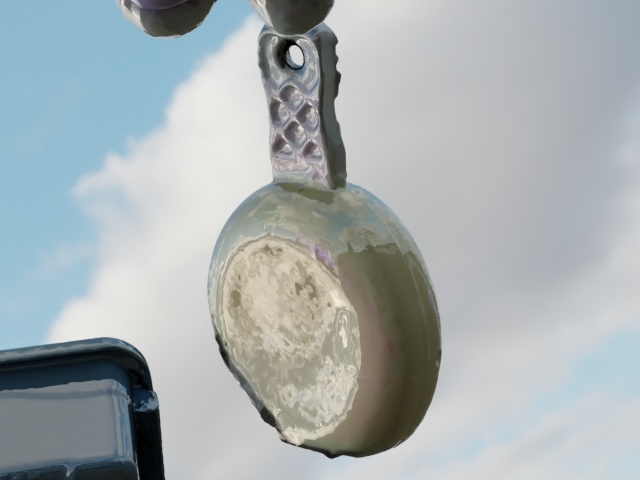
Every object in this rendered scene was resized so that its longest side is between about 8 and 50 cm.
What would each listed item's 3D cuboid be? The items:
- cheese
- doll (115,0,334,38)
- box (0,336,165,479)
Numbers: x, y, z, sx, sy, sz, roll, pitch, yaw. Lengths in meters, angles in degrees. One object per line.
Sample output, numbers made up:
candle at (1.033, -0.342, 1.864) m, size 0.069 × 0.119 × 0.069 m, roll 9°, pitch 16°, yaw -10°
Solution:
cheese at (-0.005, 0.001, 0.727) m, size 0.092 × 0.171 × 0.047 m, roll -15°, pitch 7°, yaw 42°
doll at (0.000, -0.093, 0.241) m, size 0.102 × 0.075 × 0.227 m, roll -37°, pitch -14°, yaw -12°
box at (-0.093, 0.076, 0.545) m, size 0.099 × 0.054 × 0.074 m, roll -7°, pitch -57°, yaw -8°
